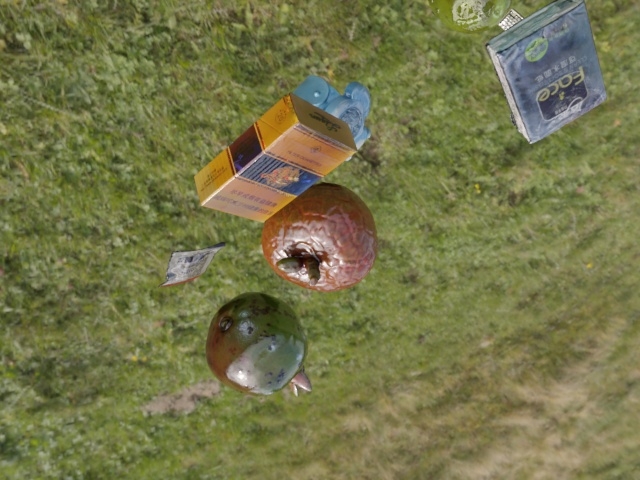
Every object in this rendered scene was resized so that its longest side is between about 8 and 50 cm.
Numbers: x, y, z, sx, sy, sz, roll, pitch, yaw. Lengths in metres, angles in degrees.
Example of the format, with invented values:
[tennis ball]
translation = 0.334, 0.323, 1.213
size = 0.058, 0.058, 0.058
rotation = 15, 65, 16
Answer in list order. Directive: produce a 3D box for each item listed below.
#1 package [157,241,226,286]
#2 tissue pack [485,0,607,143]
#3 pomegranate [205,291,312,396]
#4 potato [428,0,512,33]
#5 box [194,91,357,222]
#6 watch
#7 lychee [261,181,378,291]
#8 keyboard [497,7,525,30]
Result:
[package]
translation = -0.369, 0.072, 1.735
size = 0.154, 0.030, 0.239
rotation = -14, 158, -33
[tissue pack]
translation = 0.425, -0.315, 1.145
size = 0.173, 0.073, 0.235
rotation = -30, 133, 10
[pomegranate]
translation = -0.135, 0.282, 1.625
size = 0.323, 0.291, 0.291
rotation = 22, 123, -20
[potato]
translation = 0.353, -0.609, 1.480
size = 0.186, 0.253, 0.148
rotation = -40, 142, -2
[box]
translation = -0.075, -0.127, 1.020
size = 0.237, 0.070, 0.152
rotation = -37, 149, 29
[watch]
translation = 0.010, -0.318, 1.566
size = 0.211, 0.193, 0.211
rotation = -28, 135, -33
[lychee]
translation = 0.000, 0.000, 1.302
size = 0.255, 0.300, 0.255
rotation = 12, 140, 10
[keyboard]
translation = 0.434, -0.428, 1.282
size = 0.015, 0.129, 0.049
rotation = -56, -173, -36
